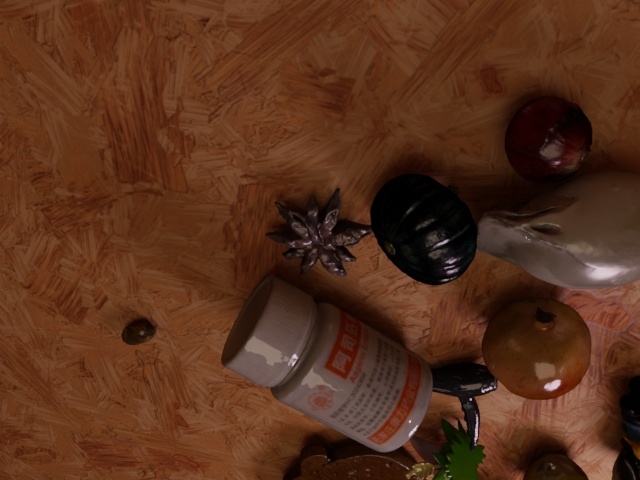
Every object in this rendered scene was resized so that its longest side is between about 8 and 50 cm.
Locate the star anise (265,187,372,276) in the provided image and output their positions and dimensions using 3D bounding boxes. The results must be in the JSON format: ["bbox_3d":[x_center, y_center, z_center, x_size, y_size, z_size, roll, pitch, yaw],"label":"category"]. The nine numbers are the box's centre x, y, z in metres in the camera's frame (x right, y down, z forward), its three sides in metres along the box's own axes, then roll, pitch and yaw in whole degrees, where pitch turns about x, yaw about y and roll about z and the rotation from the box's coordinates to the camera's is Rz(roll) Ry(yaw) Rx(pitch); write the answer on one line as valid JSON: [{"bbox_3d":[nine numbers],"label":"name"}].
[{"bbox_3d":[0.000,0.000,0.996,0.195,0.065,0.183,-13,123,11],"label":"star anise"}]

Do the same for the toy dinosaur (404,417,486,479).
[{"bbox_3d":[0.290,0.498,1.285,0.194,0.152,0.177,25,153,-17],"label":"toy dinosaur"}]

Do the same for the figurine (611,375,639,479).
[{"bbox_3d":[0.692,0.443,1.163,0.204,0.185,0.332,-18,105,56],"label":"figurine"}]

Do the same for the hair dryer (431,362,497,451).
[{"bbox_3d":[0.290,0.362,1.181,0.195,0.075,0.219,-9,108,24],"label":"hair dryer"}]

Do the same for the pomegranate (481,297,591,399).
[{"bbox_3d":[0.393,0.191,1.010,0.191,0.191,0.191,3,125,5],"label":"pomegranate"}]

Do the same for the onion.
[{"bbox_3d":[0.336,-0.148,0.819,0.131,0.131,0.131,3,125,5],"label":"onion"}]

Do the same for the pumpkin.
[{"bbox_3d":[0.163,-0.016,0.894,0.149,0.194,0.194,-7,125,-12],"label":"pumpkin"}]

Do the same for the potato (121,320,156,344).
[{"bbox_3d":[-0.394,0.202,1.200,0.083,0.040,0.051,-24,113,20],"label":"potato"}]

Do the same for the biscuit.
[{"bbox_3d":[0.070,0.620,1.409,0.394,0.070,0.350,-26,115,22],"label":"biscuit"}]

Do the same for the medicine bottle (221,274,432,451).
[{"bbox_3d":[0.014,0.237,1.070,0.371,0.211,0.211,32,122,-15],"label":"medicine bottle"}]

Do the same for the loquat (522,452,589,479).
[{"bbox_3d":[0.538,0.567,1.266,0.152,0.152,0.195,-13,128,16],"label":"loquat"}]

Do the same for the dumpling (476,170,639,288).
[{"bbox_3d":[0.431,-0.003,0.889,0.341,0.181,0.260,-22,162,-7],"label":"dumpling"}]
